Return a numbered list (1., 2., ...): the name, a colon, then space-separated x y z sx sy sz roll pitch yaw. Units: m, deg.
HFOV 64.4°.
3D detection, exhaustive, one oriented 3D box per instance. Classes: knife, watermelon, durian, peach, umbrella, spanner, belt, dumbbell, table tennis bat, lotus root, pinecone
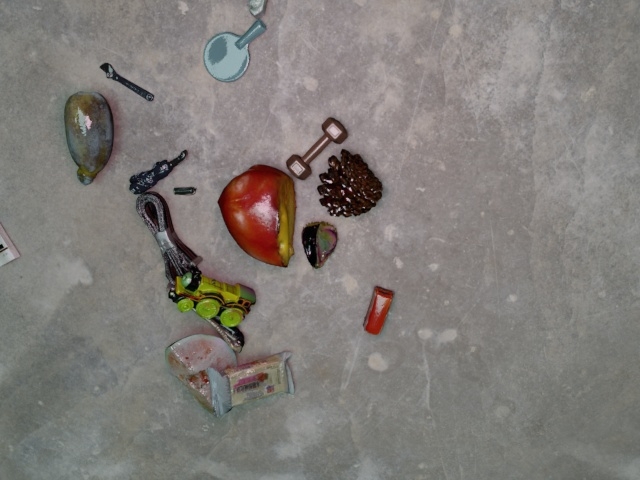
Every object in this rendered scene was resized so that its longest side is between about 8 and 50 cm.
1. knife: -0.413 0.270 1.862 0.365 0.089 0.043 41 116 -3
2. watermelon: -0.437 0.465 1.891 0.175 0.188 0.322 3 120 42
3. durian: 0.004 0.000 1.767 0.108 0.119 0.186 -15 118 -29
4. peach: -0.172 -0.072 1.665 0.281 0.281 0.338 -34 94 12
5. umbrella: -0.562 -0.237 1.765 0.248 0.071 0.071 -27 99 12
6. spanner: -0.658 -0.538 1.731 0.208 0.012 0.046 31 103 -3
7. belt: -0.541 -0.007 1.803 0.126 0.094 0.359 -24 99 11
8. dumbbell: -0.012 -0.304 1.690 0.231 0.082 0.092 -43 97 13
9. table tennis bat: -0.277 -0.627 1.663 0.244 0.040 0.153 -37 98 16
10. lotus root: -0.771 -0.339 1.717 0.140 0.158 0.322 7 111 4
11. pinecone: 0.084 -0.169 1.653 0.221 0.221 0.221 1 103 5

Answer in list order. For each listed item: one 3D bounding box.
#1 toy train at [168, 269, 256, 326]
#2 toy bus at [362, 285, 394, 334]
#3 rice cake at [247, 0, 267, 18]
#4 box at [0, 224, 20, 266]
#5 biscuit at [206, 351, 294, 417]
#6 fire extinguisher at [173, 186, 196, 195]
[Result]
1. toy train: -0.377 0.199 1.785 0.296 0.100 0.160 24 111 -30
2. toy bus: 0.203 0.256 1.804 0.079 0.077 0.174 17 104 2
3. rice cake: -0.160 -0.866 1.580 0.063 0.066 0.336 20 105 0
4. box: -1.201 0.013 1.896 0.084 0.040 0.154 -25 99 10
5. biscuit: -0.249 0.520 1.859 0.309 0.079 0.186 -9 102 -24
6. fire extinguisher: -0.473 -0.173 1.794 0.083 0.025 0.038 -3 140 6
